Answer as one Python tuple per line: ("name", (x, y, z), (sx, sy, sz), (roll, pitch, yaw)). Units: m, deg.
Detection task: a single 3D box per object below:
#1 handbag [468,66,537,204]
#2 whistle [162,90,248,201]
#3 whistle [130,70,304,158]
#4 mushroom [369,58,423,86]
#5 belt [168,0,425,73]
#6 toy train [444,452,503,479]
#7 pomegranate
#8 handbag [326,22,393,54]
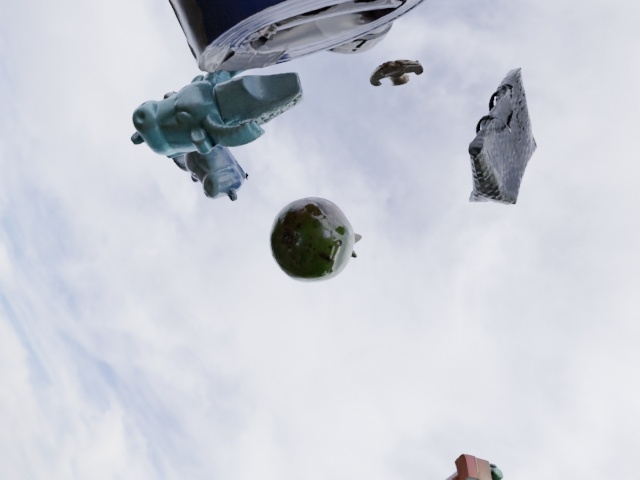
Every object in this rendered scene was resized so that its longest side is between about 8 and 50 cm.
("handbag", (0.336, -0.186, 0.889), (0.088, 0.270, 0.175), (9, -39, 34))
("whistle", (-0.237, -0.183, 0.938), (0.269, 0.093, 0.180), (51, -36, 14))
("whistle", (-0.158, -0.191, 0.716), (0.093, 0.273, 0.186), (67, 8, -52))
("mushroom", (0.136, -0.302, 0.862), (0.101, 0.019, 0.049), (-7, -40, 28))
("belt", (-0.012, -0.312, 0.579), (0.212, 0.346, 0.117), (-8, -73, 60))
("toy train", (0.347, 0.572, 1.123), (0.118, 0.074, 0.176), (19, -50, -10))
("pomegranate", (0.000, 0.000, 1.004), (0.181, 0.224, 0.182), (1, -88, 34))
("handbag", (-0.005, -0.465, 0.876), (0.308, 0.253, 0.093), (44, -37, 11))
